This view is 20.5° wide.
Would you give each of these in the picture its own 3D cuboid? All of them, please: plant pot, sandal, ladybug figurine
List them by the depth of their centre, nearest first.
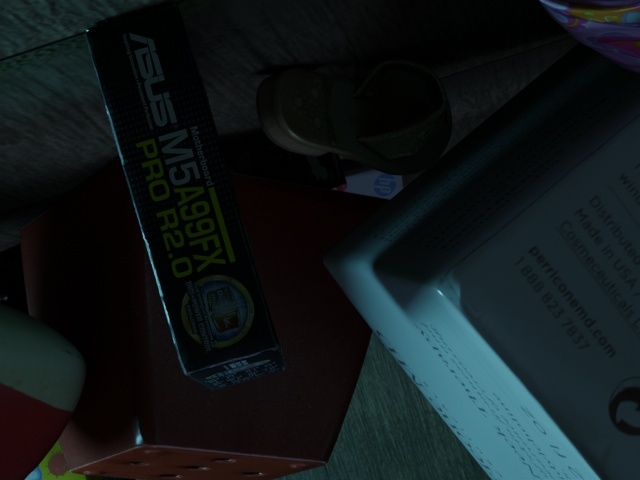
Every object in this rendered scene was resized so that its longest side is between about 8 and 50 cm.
[{"bbox_3d":[0.059,-0.101,1.361,0.079,0.088,0.240,-14,172,39],"label":"sandal"},{"bbox_3d":[-0.367,0.120,1.386,0.305,0.162,0.449,-4,165,34],"label":"ladybug figurine"},{"bbox_3d":[-0.107,0.090,1.581,0.267,0.235,0.267,8,162,-28],"label":"plant pot"}]

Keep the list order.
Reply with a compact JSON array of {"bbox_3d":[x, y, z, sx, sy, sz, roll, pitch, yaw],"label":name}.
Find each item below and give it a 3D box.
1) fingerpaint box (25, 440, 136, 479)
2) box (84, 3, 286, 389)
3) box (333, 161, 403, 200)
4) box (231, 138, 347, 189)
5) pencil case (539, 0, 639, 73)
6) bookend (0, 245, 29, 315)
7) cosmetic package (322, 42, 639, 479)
[{"bbox_3d":[-0.341,0.312,2.288,0.163,0.444,0.371,-18,173,1],"label":"fingerpaint box"},{"bbox_3d":[-0.081,-0.016,1.153,0.060,0.216,0.270,-17,173,-2],"label":"box"},{"bbox_3d":[0.000,0.000,1.850,0.186,0.145,0.038,-15,-154,-16],"label":"box"},{"bbox_3d":[-0.028,-0.065,1.606,0.062,0.052,0.083,-20,171,34],"label":"box"},{"bbox_3d":[0.178,-0.167,1.003,0.124,0.124,0.284,-18,174,16],"label":"pencil case"},{"bbox_3d":[-0.273,0.082,1.774,0.157,0.156,0.072,-20,173,35],"label":"bookend"},{"bbox_3d":[0.254,0.043,1.323,0.327,0.329,0.394,-40,-172,-7],"label":"cosmetic package"}]
